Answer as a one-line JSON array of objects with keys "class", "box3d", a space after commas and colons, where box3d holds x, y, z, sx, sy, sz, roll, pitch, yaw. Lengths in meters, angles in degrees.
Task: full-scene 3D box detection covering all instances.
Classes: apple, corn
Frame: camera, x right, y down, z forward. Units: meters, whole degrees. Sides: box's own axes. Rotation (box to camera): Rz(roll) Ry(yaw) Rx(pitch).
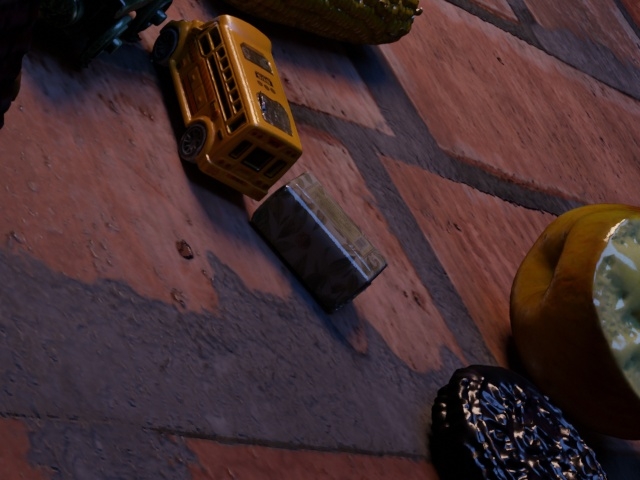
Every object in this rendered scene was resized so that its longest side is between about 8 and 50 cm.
[{"class": "apple", "box3d": [0.247, 0.067, 1.573, 0.173, 0.160, 0.195, 29, 66, -11]}, {"class": "corn", "box3d": [0.001, -0.230, 1.688, 0.106, 0.106, 0.293, 56, 26, 17]}]

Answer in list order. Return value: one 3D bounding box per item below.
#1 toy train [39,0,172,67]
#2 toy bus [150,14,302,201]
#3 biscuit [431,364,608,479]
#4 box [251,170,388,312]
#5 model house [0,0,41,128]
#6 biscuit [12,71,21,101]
[{"class": "toy train", "box3d": [-0.133, -0.201, 1.354, 0.083, 0.132, 0.200, 46, 21, -4]}, {"class": "toy bus", "box3d": [-0.068, -0.110, 1.401, 0.069, 0.074, 0.162, 27, 32, -39]}, {"class": "biscuit", "box3d": [0.154, 0.173, 1.383, 0.194, 0.053, 0.194, 39, 26, -23]}, {"class": "box", "box3d": [0.000, 0.000, 1.388, 0.098, 0.045, 0.062, 49, 23, 3]}, {"class": "model house", "box3d": [-0.259, -0.137, 0.873, 0.230, 0.249, 0.280, 49, 23, 2]}, {"class": "biscuit", "box3d": [-0.269, -0.155, 1.155, 0.226, 0.042, 0.226, 39, 26, -23]}]
